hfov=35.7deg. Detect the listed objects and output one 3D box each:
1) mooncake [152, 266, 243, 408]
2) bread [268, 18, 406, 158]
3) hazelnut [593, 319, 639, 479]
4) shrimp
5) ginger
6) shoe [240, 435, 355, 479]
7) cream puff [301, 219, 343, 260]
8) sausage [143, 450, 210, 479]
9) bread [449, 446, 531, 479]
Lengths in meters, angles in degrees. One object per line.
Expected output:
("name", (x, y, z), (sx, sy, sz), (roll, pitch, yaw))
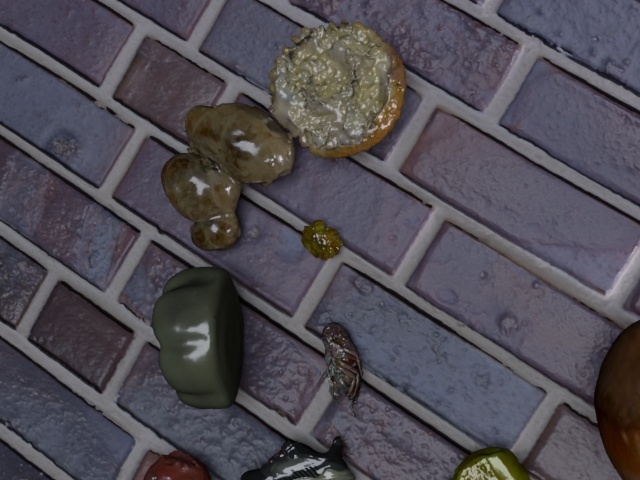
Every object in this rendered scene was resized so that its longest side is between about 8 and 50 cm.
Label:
("mooncake", (-0.230, 0.188, 1.923), (0.135, 0.275, 0.275), (-6, 86, 10))
("bread", (0.041, -0.291, 1.935), (0.274, 0.149, 0.274), (0, 89, 17))
("hazelnut", (0.641, 0.289, 1.694), (0.372, 0.315, 0.372), (-3, 107, -10))
("shrimp", (0.045, 0.255, 1.952), (0.073, 0.075, 0.190), (-14, 95, -19))
("ginger", (-0.202, -0.134, 1.996), (0.244, 0.155, 0.304), (34, 103, 6))
("shoe", (-0.045, 0.442, 1.955), (0.227, 0.099, 0.112), (-2, 80, 9))
("cream puff", (0.000, 0.000, 1.977), (0.083, 0.058, 0.083), (-21, 85, 14))
("sausage", (-0.284, 0.562, 1.975), (0.152, 0.152, 0.280), (-3, 85, 13))
("bread", (0.386, 0.558, 1.833), (0.166, 0.112, 0.383), (-40, 78, 7))
